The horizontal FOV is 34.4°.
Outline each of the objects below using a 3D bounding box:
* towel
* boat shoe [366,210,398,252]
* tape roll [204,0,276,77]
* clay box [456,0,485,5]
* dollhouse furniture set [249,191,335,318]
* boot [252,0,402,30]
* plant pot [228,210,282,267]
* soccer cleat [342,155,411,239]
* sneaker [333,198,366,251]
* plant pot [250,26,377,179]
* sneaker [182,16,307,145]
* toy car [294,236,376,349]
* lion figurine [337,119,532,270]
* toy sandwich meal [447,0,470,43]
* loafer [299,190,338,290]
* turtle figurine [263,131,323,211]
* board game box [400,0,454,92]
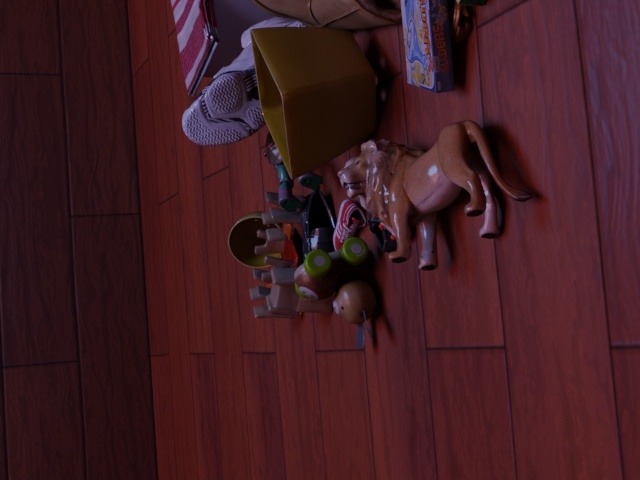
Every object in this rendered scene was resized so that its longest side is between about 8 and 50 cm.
[{"bbox_3d":[-0.305,-0.536,2.410,0.237,0.037,0.329,129,133,-58],"label":"towel"},{"bbox_3d":[0.111,-0.030,1.920,0.142,0.040,0.049,-118,34,-44],"label":"boat shoe"},{"bbox_3d":[-0.210,-0.507,2.452,0.246,0.169,0.246,177,90,-67],"label":"tape roll"},{"bbox_3d":[0.217,-0.486,1.615,0.127,0.053,0.222,112,148,-47],"label":"clay box"},{"bbox_3d":[-0.060,0.062,2.265,0.259,0.135,0.262,-110,27,-58],"label":"dollhouse furniture set"},{"bbox_3d":[0.007,-0.456,1.909,0.269,0.236,0.089,13,85,69],"label":"boot"},{"bbox_3d":[-0.145,-0.016,2.425,0.095,0.134,0.134,-86,6,-63],"label":"plant pot"},{"bbox_3d":[0.116,-0.084,1.881,0.196,0.076,0.068,54,165,26],"label":"soccer cleat"},{"bbox_3d":[0.058,-0.018,2.042,0.067,0.042,0.119,-143,56,-65],"label":"sneaker"},{"bbox_3d":[-0.005,-0.278,1.939,0.212,0.187,0.212,83,167,-48],"label":"plant pot"},{"bbox_3d":[-0.141,-0.341,2.172,0.137,0.366,0.210,52,180,-24],"label":"sneaker"},{"bbox_3d":[0.046,0.114,1.982,0.155,0.148,0.188,115,135,-67],"label":"toy car"},{"bbox_3d":[0.186,-0.101,1.664,0.392,0.142,0.240,-27,59,49],"label":"lion figurine"},{"bbox_3d":[0.218,-0.360,1.661,0.085,0.029,0.086,-177,90,-77],"label":"toy sandwich meal"},{"bbox_3d":[0.000,0.000,2.132,0.078,0.076,0.223,112,151,-58],"label":"loafer"},{"bbox_3d":[-0.062,-0.185,2.185,0.175,0.118,0.234,117,150,-46],"label":"turtle figurine"},{"bbox_3d":[0.171,-0.350,1.689,0.136,0.035,0.201,-136,37,-69],"label":"board game box"}]
